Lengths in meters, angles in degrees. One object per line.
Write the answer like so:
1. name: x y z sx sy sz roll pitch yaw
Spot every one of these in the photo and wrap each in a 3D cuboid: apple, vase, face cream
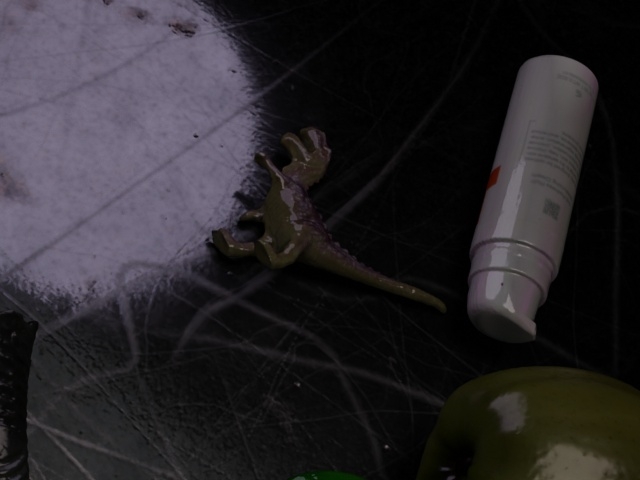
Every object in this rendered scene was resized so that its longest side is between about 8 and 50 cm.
1. apple: 0.234 0.253 1.762 0.279 0.279 0.279 8 62 -16
2. vase: -0.306 0.194 1.698 0.115 0.115 0.237 -4 70 -21
3. face cream: 0.231 -0.045 2.002 0.102 0.102 0.346 23 59 -7

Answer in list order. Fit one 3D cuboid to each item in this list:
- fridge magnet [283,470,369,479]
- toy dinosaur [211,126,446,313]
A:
1. fridge magnet: 0.012 0.324 1.746 0.208 0.088 0.208 9 62 -16
2. toy dinosaur: 0.001 -0.003 1.920 0.199 0.072 0.251 -22 64 -38
